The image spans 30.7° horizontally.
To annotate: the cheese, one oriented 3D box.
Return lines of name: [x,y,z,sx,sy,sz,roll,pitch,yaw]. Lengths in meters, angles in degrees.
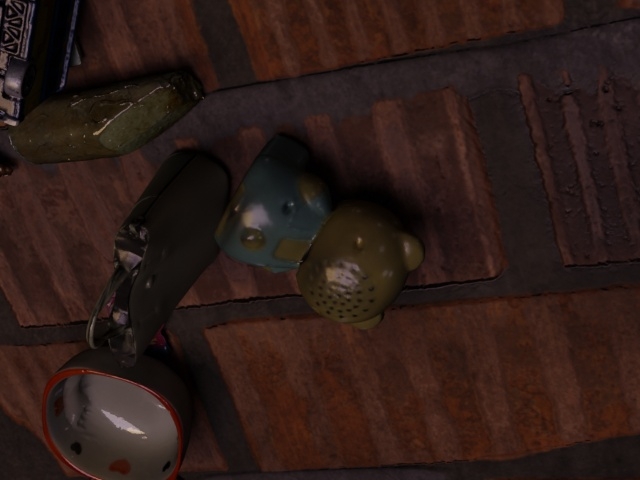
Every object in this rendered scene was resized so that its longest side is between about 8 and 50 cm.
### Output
cheese: [-0.277,0.129,1.800,0.095,0.038,0.145,-8,131,24]

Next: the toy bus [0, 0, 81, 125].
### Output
toy bus: [-0.385,-0.309,1.450,0.138,0.175,0.288,19,117,3]

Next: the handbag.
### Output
handbag: [-0.218,0.036,1.553,0.109,0.315,0.241,14,126,5]

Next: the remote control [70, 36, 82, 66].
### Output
remote control: [-0.406,-0.261,1.594,0.166,0.029,0.065,-7,114,16]

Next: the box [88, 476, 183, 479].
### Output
box: [-0.297,0.428,1.995,0.175,0.048,0.112,39,125,-9]

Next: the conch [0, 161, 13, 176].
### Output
conch: [-0.565,-0.116,1.685,0.232,0.080,0.086,18,105,-20]

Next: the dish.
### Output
dish: [-0.310,0.268,1.853,0.256,0.117,0.256,8,123,13]

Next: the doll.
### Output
doll: [0.000,0.000,1.558,0.260,0.161,0.177,32,124,-2]

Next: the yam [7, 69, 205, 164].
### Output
yam: [-0.287,-0.164,1.580,0.259,0.106,0.106,-6,120,22]
